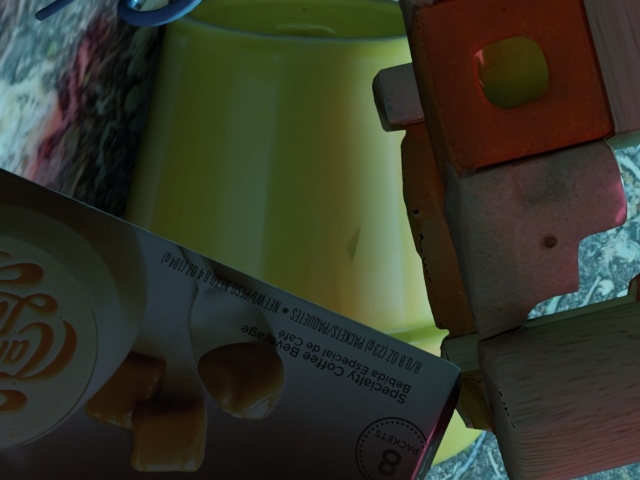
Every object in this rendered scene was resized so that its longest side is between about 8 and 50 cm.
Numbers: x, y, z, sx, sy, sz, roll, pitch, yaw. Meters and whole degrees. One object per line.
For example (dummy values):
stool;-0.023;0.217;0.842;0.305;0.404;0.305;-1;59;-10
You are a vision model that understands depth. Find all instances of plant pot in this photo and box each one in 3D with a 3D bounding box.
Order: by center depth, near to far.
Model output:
plant pot;-0.013;-0.018;0.863;0.254;0.254;0.239;-46;141;-65

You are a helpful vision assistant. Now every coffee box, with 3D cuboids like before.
coffee box;-0.082;0.074;0.599;0.098;0.246;0.141;82;33;-72

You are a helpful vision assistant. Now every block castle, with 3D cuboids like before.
block castle;0.119;-0.138;0.605;0.303;0.212;0.453;75;2;-86

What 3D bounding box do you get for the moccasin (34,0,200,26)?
moccasin;-0.078;-0.140;0.499;0.342;0.116;0.138;-10;123;-79
